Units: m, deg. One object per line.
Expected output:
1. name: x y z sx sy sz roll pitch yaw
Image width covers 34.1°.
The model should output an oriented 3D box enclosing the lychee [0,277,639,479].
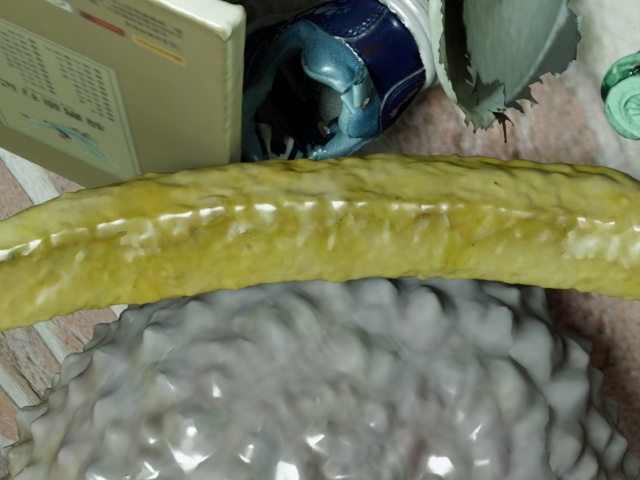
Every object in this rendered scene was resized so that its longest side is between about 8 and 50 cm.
1. lychee: 0.001 0.176 0.630 0.380 0.380 0.432 46 168 -5

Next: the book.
1. book: -0.139 -0.084 0.541 0.217 0.021 0.310 25 163 3

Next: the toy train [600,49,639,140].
1. toy train: 0.211 -0.073 0.423 0.132 0.083 0.200 36 154 -11

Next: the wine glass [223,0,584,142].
1. wine glass: -0.053 -0.178 0.482 0.357 0.190 0.190 21 140 22

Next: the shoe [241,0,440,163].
1. shoe: -0.017 -0.085 0.611 0.091 0.106 0.207 54 149 -14

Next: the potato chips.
1. potato chips: 0.000 0.000 0.494 0.407 0.080 0.057 -2 133 0
